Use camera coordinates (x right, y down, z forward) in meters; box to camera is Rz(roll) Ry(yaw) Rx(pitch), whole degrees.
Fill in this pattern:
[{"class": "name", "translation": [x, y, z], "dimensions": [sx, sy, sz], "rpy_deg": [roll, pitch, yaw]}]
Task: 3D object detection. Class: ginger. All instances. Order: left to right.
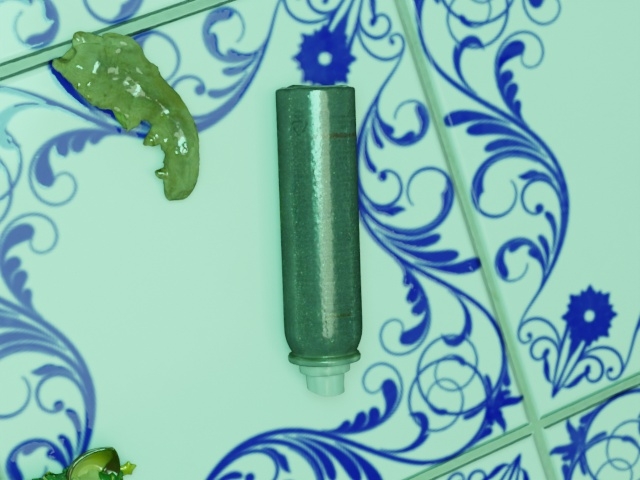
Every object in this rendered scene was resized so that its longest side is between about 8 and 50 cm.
[{"class": "ginger", "translation": [-0.156, -0.114, 1.170], "dimensions": [0.069, 0.051, 0.173], "rpy_deg": [-42, 104, -6]}]

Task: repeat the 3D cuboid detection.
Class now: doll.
[{"class": "doll", "translation": [-0.223, 0.222, 1.188], "dimensions": [0.113, 0.077, 0.078], "rpy_deg": [-40, 135, -39]}]

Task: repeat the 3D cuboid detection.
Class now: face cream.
[{"class": "face cream", "translation": [0.000, 0.000, 1.218], "dimensions": [0.073, 0.073, 0.283], "rpy_deg": [-4, 96, -17]}]
